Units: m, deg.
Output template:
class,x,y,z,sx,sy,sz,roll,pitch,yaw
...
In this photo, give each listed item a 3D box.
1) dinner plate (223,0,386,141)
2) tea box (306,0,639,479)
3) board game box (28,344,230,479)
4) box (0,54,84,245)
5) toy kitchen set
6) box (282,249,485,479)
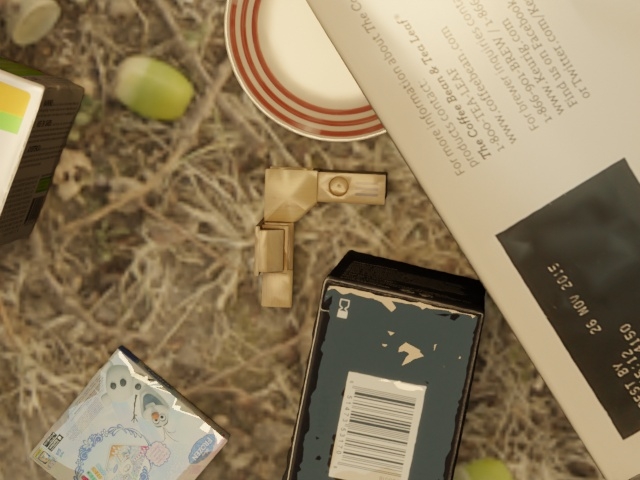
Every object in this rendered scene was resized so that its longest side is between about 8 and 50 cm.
class,x,y,z,sx,sy,sz,roll,pitch,yaw
dinner plate,0.012,-0.130,1.160,0.141,0.017,0.141,0,96,4
tea box,0.141,-0.101,0.988,0.220,0.323,0.329,-31,99,6
board game box,-0.119,0.128,1.191,0.090,0.020,0.090,40,96,0
box,-0.261,-0.080,1.135,0.203,0.114,0.103,21,96,3
toy kitchen set,0.000,0.000,1.147,0.075,0.068,0.083,3,96,4
box,0.038,0.096,1.108,0.093,0.158,0.156,11,96,3
